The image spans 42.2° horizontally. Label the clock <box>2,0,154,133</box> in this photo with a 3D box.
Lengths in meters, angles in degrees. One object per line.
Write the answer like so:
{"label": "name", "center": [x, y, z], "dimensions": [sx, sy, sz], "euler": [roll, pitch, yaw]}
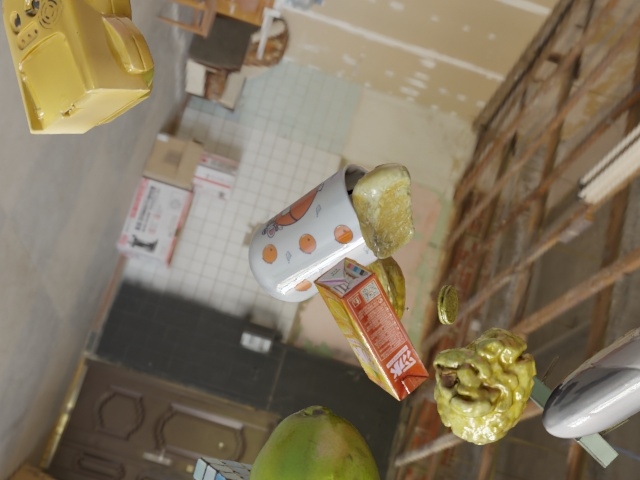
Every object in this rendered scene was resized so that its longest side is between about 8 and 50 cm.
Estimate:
{"label": "clock", "center": [-0.452, -0.376, 1.514], "dimensions": [0.200, 0.244, 0.317], "euler": [-22, 91, -56]}

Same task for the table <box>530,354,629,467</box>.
{"label": "table", "center": [0.537, 0.346, 1.761], "dimensions": [0.111, 0.121, 0.240], "euler": [-46, -148, 1]}

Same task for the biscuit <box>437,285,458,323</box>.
{"label": "biscuit", "center": [0.275, 0.138, 1.787], "dimensions": [0.084, 0.023, 0.084], "euler": [0, 89, -60]}

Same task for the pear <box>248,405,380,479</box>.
{"label": "pear", "center": [-0.007, 0.326, 1.122], "dimensions": [0.187, 0.187, 0.220], "euler": [112, -7, -54]}

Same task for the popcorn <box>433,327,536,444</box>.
{"label": "popcorn", "center": [0.314, 0.284, 1.601], "dimensions": [0.226, 0.200, 0.203], "euler": [-36, 168, 21]}

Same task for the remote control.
{"label": "remote control", "center": [0.468, 0.189, 1.221], "dimensions": [0.332, 0.104, 0.221], "euler": [-42, 162, 24]}

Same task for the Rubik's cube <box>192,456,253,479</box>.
{"label": "Rubik's cube", "center": [-0.116, 0.437, 1.274], "dimensions": [0.154, 0.151, 0.155], "euler": [7, -99, 60]}

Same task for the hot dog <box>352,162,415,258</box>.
{"label": "hot dog", "center": [0.096, -0.054, 1.318], "dimensions": [0.084, 0.073, 0.242], "euler": [-38, 154, -10]}

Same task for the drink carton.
{"label": "drink carton", "center": [0.082, 0.140, 1.303], "dimensions": [0.071, 0.223, 0.096], "euler": [-37, -151, -16]}

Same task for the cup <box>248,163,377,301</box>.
{"label": "cup", "center": [0.000, 0.000, 1.873], "dimensions": [0.317, 0.212, 0.212], "euler": [-33, -156, 27]}

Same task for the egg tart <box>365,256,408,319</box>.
{"label": "egg tart", "center": [0.132, 0.126, 2.109], "dimensions": [0.319, 0.128, 0.319], "euler": [172, -90, -69]}
